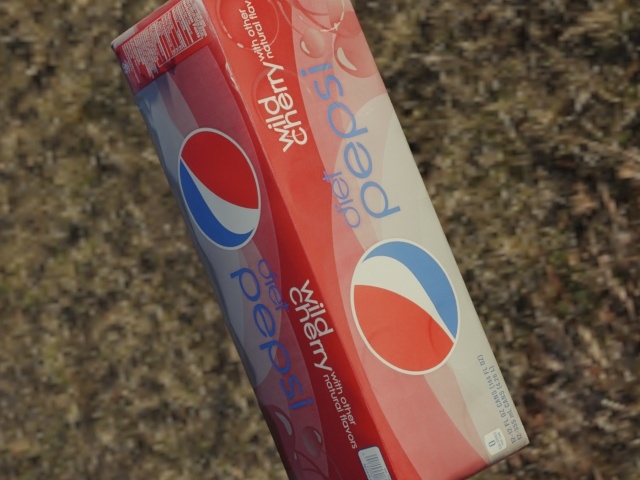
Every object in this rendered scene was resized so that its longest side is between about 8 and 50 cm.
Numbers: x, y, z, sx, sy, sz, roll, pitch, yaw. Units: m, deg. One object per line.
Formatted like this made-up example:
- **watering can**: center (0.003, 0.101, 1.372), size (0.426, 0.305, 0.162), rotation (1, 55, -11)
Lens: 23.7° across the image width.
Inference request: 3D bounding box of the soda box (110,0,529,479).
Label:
- **soda box**: center (0.000, 0.000, 0.743), size (0.083, 0.092, 0.263), rotation (-23, 88, 51)
